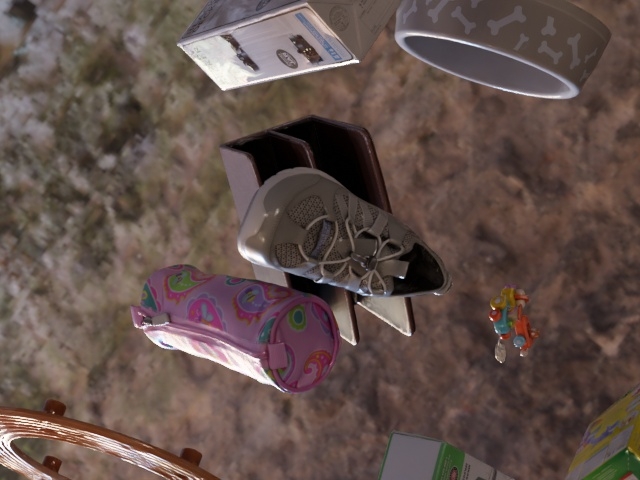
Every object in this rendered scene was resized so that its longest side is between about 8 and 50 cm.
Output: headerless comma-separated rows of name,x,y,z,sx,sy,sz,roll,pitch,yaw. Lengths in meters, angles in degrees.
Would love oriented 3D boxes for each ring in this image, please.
ring,-0.222,0.242,1.078,0.336,0.337,0.032,-38,-150,58

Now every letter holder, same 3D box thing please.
letter holder,0.000,0.000,1.392,0.152,0.301,0.214,-21,-160,-19

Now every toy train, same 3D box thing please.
toy train,0.320,0.136,1.628,0.046,0.125,0.166,-11,-178,26

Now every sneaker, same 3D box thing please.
sneaker,0.036,0.000,1.005,0.115,0.281,0.105,28,-78,38

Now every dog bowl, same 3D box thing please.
dog bowl,0.276,-0.320,1.605,0.349,0.349,0.102,-155,-97,-79

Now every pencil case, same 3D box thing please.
pencil case,-0.108,0.102,1.229,0.284,0.124,0.124,11,-118,45

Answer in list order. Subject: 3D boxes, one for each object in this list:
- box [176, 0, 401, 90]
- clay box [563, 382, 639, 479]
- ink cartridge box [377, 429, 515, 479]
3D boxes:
box,-0.027,-0.271,1.141,0.290,0.087,0.169,3,-124,57
clay box,0.382,0.254,1.278,0.127,0.053,0.222,-49,172,33
ink cartridge box,0.218,0.476,1.752,0.122,0.289,0.211,1,-113,41
